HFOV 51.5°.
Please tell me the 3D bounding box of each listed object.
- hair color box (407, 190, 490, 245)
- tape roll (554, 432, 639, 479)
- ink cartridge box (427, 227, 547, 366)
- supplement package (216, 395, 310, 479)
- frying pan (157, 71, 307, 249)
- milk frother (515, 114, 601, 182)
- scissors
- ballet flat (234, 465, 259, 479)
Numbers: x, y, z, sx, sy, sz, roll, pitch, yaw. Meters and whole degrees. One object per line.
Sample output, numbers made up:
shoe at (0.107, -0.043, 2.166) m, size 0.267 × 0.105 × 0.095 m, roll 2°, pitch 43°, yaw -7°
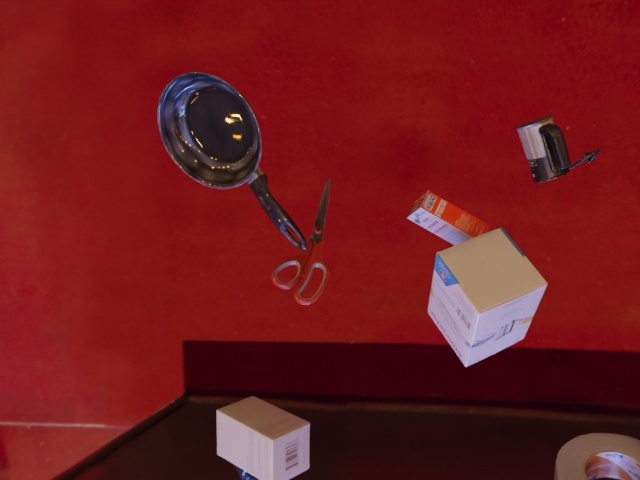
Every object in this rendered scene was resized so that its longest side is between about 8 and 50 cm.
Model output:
hair color box at (0.297, -0.044, 1.547) m, size 0.167 × 0.093 × 0.053 m, roll 28°, pitch 72°, yaw -5°
tape roll at (0.559, 0.466, 1.256) m, size 0.219 × 0.219 × 0.072 m, roll 3°, pitch 118°, yaw 16°
ink cartridge box at (0.354, 0.127, 1.451) m, size 0.168 × 0.232 × 0.171 m, roll -21°, pitch 55°, yaw -13°
supplement package at (-0.118, 0.403, 1.349) m, size 0.179 × 0.105 × 0.105 m, roll 12°, pitch 107°, yaw 43°
frying pan at (-0.122, -0.145, 1.066) m, size 0.326 × 0.053 × 0.197 m, roll 31°, pitch 128°, yaw 8°
milk frother at (0.535, -0.217, 1.488) m, size 0.143 × 0.129 × 0.134 m, roll -26°, pitch 102°, yaw -25°
scissors at (0.000, 0.000, 1.363) m, size 0.109 × 0.021 × 0.297 m, roll 23°, pitch 59°, yaw 9°
ballet flat at (-0.178, 0.515, 1.552) m, size 0.058 × 0.049 × 0.173 m, roll -30°, pitch 116°, yaw -10°
